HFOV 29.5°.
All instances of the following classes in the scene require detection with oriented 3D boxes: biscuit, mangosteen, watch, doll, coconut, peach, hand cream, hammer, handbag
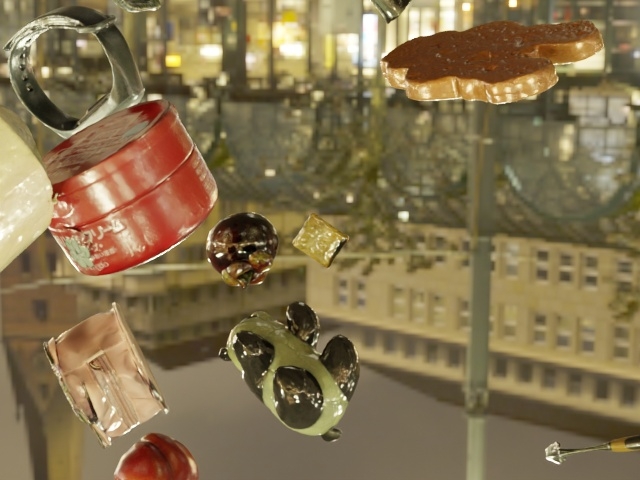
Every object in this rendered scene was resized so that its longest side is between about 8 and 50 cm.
[{"bbox_3d":[0.000,0.000,2.133,0.081,0.083,0.018,33,-143,1],"label":"biscuit"},{"bbox_3d":[0.221,-0.244,1.673,0.202,0.047,0.334,-37,-150,-31],"label":"biscuit"},{"bbox_3d":[-0.131,0.022,2.055,0.140,0.140,0.140,0,-171,0],"label":"mangosteen"},{"bbox_3d":[-0.355,-0.246,1.750,0.206,0.193,0.068,-35,-175,37],"label":"watch"},{"bbox_3d":[-0.048,0.182,1.750,0.143,0.135,0.234,-21,-133,-35],"label":"doll"},{"bbox_3d":[-0.428,-0.061,1.389,0.239,0.239,0.244,9,-130,42],"label":"coconut"},{"bbox_3d":[-0.179,0.271,1.357,0.101,0.100,0.101,0,-171,0],"label":"peach"},{"bbox_3d":[-0.256,-0.069,1.582,0.230,0.149,0.230,-24,-155,12],"label":"hand cream"},{"bbox_3d":[0.409,0.283,1.683,0.201,0.021,0.078,-13,159,21],"label":"hammer"},{"bbox_3d":[-0.305,0.195,1.751,0.116,0.205,0.179,-27,-122,-8],"label":"handbag"}]

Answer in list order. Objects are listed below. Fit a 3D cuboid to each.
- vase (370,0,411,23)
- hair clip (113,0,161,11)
[{"bbox_3d":[0.068,-0.421,1.924,0.167,0.059,0.059,42,-178,-12],"label":"vase"},{"bbox_3d":[-0.304,-0.384,1.879,0.036,0.066,0.229,-44,175,11],"label":"hair clip"}]
